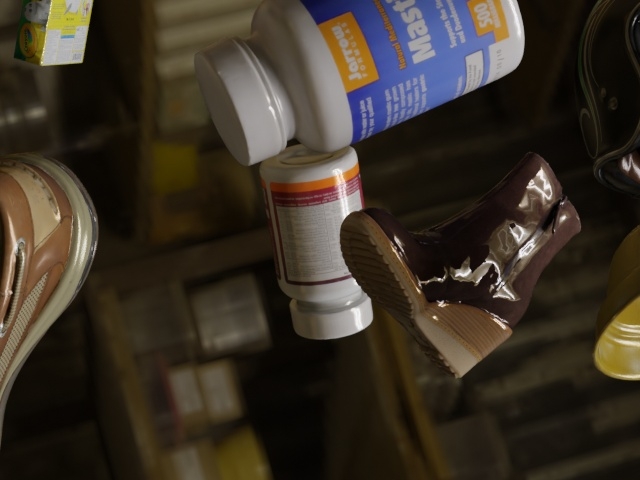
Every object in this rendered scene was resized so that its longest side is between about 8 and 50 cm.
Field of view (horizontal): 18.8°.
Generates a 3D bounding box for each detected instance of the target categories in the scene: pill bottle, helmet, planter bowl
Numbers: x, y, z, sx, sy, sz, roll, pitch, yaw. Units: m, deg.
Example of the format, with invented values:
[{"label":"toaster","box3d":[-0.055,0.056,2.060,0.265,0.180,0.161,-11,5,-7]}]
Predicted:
[{"label":"pill bottle","box3d":[0.032,-0.170,1.730,0.152,0.272,0.152,59,-15,26]},{"label":"pill bottle","box3d":[0.000,0.000,2.354,0.121,0.121,0.221,-137,-144,-66]},{"label":"helmet","box3d":[0.255,-0.120,1.341,0.169,0.169,0.161,127,-30,-73]},{"label":"planter bowl","box3d":[0.327,0.031,1.726,0.217,0.217,0.090,97,-25,-57]}]

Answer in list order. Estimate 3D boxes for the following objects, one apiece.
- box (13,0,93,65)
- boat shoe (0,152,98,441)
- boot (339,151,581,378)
[{"label":"box","box3d":[-0.296,-0.291,2.194,0.105,0.043,0.179,-18,123,-69]},{"label":"boat shoe","box3d":[-0.259,0.089,1.217,0.324,0.122,0.120,-65,167,9]},{"label":"boot","box3d":[0.134,-0.009,1.816,0.090,0.207,0.248,24,-20,45]}]
